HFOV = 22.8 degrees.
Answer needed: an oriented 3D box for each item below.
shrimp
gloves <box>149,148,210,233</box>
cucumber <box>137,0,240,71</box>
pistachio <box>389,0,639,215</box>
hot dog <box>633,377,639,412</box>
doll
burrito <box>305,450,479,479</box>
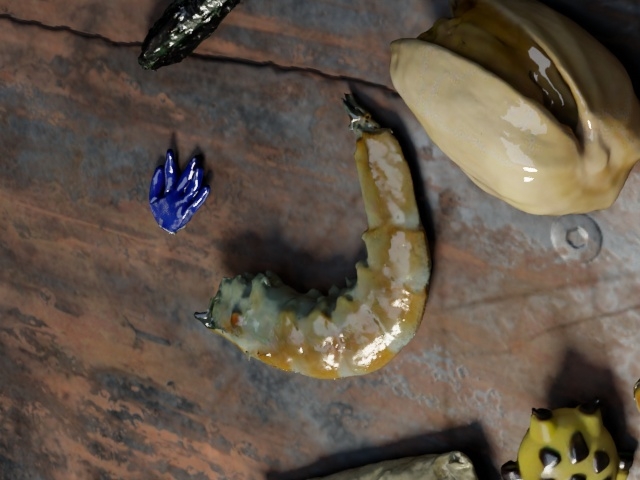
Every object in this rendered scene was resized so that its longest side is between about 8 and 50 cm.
[{"bbox_3d":[0.016,0.030,1.472,0.185,0.068,0.287,40,122,13],"label":"shrimp"},{"bbox_3d":[-0.143,-0.050,1.571,0.064,0.026,0.086,44,126,14],"label":"gloves"},{"bbox_3d":[-0.117,-0.212,1.484,0.053,0.053,0.181,53,129,6],"label":"cucumber"},{"bbox_3d":[0.159,-0.115,1.287,0.229,0.157,0.157,43,126,28],"label":"pistachio"},{"bbox_3d":[0.369,0.080,1.262,0.289,0.068,0.083,-40,61,41],"label":"hot dog"},{"bbox_3d":[0.225,0.277,1.416,0.117,0.086,0.291,-5,108,4],"label":"doll"},{"bbox_3d":[0.048,0.259,1.543,0.275,0.059,0.082,-17,90,36],"label":"burrito"}]
